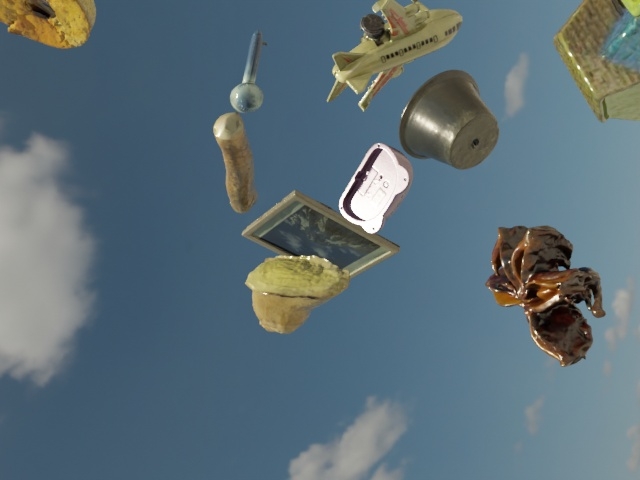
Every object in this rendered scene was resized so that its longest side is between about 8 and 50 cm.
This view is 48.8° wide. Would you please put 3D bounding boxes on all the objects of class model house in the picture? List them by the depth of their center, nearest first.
[{"bbox_3d":[0.383,-0.253,0.807,0.189,0.214,0.195,-10,-110,-29],"label":"model house"}]

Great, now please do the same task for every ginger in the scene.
[{"bbox_3d":[-0.034,0.103,1.218,0.115,0.193,0.123,-33,-62,-51],"label":"ginger"}]

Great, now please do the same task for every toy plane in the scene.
[{"bbox_3d":[0.118,-0.313,1.127,0.256,0.104,0.242,-39,-18,-20],"label":"toy plane"}]

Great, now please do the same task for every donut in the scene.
[{"bbox_3d":[-0.492,-0.432,1.260,0.174,0.190,0.075,106,178,-56],"label":"donut"}]

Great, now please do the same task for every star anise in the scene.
[{"bbox_3d":[0.326,0.074,1.009,0.125,0.220,0.190,-11,-40,-19],"label":"star anise"}]

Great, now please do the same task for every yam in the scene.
[{"bbox_3d":[-0.162,-0.146,1.385,0.300,0.066,0.066,92,-156,-64],"label":"yam"}]

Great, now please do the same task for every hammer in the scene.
[{"bbox_3d":[-0.161,-0.396,1.652,0.069,0.116,0.194,11,-84,-16],"label":"hammer"}]

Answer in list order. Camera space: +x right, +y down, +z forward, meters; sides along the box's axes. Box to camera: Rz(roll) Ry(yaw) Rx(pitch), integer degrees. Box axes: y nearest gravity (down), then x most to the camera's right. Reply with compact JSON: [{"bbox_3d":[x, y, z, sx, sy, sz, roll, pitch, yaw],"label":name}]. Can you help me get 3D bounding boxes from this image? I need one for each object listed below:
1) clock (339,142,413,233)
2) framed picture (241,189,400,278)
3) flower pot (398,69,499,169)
[{"bbox_3d":[0.108,-0.088,1.254,0.050,0.110,0.153,2,-54,-49],"label":"clock"},{"bbox_3d":[0.000,0.000,1.504,0.281,0.209,0.019,27,-129,-25],"label":"framed picture"},{"bbox_3d":[0.316,-0.259,1.638,0.235,0.148,0.235,-19,-46,-21],"label":"flower pot"}]
